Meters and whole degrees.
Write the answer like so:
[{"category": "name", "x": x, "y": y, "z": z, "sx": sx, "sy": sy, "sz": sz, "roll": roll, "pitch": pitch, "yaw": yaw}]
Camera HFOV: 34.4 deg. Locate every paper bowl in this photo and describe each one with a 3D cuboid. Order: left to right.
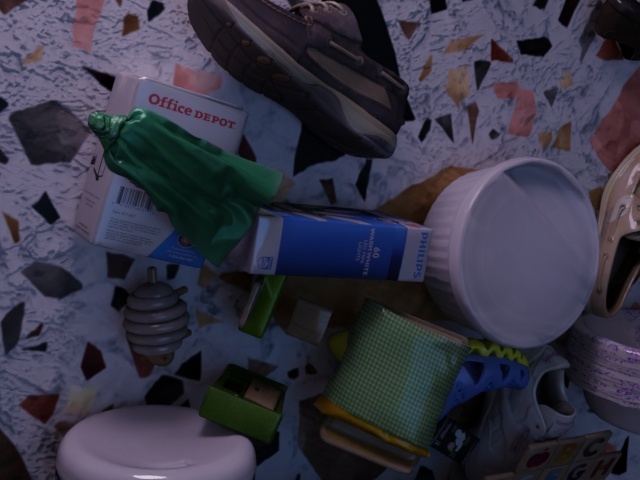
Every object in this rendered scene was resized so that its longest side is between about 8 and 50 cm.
[{"category": "paper bowl", "x": 0.527, "y": 0.212, "z": 1.624, "sx": 0.284, "sy": 0.284, "sz": 0.148, "roll": -3, "pitch": 106, "yaw": -30}]

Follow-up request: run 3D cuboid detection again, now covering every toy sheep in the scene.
[{"category": "toy sheep", "x": -0.203, "y": 0.095, "z": 1.285, "sx": 0.091, "sy": 0.091, "sz": 0.132, "roll": -14, "pitch": 104, "yaw": -27}]

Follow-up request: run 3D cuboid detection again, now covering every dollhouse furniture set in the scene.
[{"category": "dollhouse furniture set", "x": 0.028, "y": 0.173, "z": 1.319, "sx": 0.302, "sy": 0.151, "sz": 0.197, "roll": 22, "pitch": 94, "yaw": 1}]

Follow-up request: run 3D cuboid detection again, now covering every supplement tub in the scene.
[{"category": "supplement tub", "x": -0.207, "y": 0.394, "z": 1.270, "sx": 0.241, "sy": 0.241, "sz": 0.331, "roll": -2, "pitch": 104, "yaw": -30}]

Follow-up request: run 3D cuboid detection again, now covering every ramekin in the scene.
[{"category": "ramekin", "x": 0.264, "y": 0.015, "z": 1.489, "sx": 0.273, "sy": 0.127, "sz": 0.272, "roll": -2, "pitch": 94, "yaw": -31}]

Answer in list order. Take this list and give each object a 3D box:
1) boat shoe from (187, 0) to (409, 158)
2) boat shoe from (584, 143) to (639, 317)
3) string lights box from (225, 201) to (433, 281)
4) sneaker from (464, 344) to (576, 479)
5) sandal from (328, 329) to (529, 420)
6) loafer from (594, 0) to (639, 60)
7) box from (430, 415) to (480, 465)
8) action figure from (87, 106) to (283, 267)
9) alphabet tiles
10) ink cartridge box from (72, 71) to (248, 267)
[{"category": "boat shoe", "x": -0.019, "y": -0.234, "z": 1.293, "sx": 0.355, "sy": 0.132, "sz": 0.130, "roll": 36, "pitch": 74, "yaw": -41}, {"category": "boat shoe", "x": 0.499, "y": -0.017, "z": 1.655, "sx": 0.109, "sy": 0.098, "sz": 0.302, "roll": 30, "pitch": 87, "yaw": -33}, {"category": "string lights box", "x": 0.000, "y": 0.000, "z": 1.347, "sx": 0.260, "sy": 0.133, "sz": 0.076, "roll": 3, "pitch": 101, "yaw": -31}, {"category": "sneaker", "x": 0.310, "y": 0.298, "z": 1.598, "sx": 0.114, "sy": 0.152, "sz": 0.305, "roll": -6, "pitch": 107, "yaw": -37}, {"category": "sandal", "x": 0.156, "y": 0.202, "z": 1.485, "sx": 0.318, "sy": 0.126, "sz": 0.138, "roll": 5, "pitch": 81, "yaw": -21}, {"category": "loafer", "x": 0.498, "y": -0.315, "z": 1.599, "sx": 0.220, "sy": 0.080, "sz": 0.078, "roll": 21, "pitch": 125, "yaw": -34}, {"category": "box", "x": 0.189, "y": 0.296, "z": 1.580, "sx": 0.083, "sy": 0.062, "sz": 0.052, "roll": 38, "pitch": 85, "yaw": -33}, {"category": "action figure", "x": -0.166, "y": -0.080, "z": 1.167, "sx": 0.232, "sy": 0.063, "sz": 0.137, "roll": 35, "pitch": 86, "yaw": -36}, {"category": "alphabet tiles", "x": 0.330, "y": 0.435, "z": 1.649, "sx": 0.285, "sy": 0.011, "sz": 0.342, "roll": -1, "pitch": 127, "yaw": -31}, {"category": "ink cartridge box", "x": -0.192, "y": -0.084, "z": 1.240, "sx": 0.148, "sy": 0.086, "sz": 0.203, "roll": 15, "pitch": 95, "yaw": -32}]
